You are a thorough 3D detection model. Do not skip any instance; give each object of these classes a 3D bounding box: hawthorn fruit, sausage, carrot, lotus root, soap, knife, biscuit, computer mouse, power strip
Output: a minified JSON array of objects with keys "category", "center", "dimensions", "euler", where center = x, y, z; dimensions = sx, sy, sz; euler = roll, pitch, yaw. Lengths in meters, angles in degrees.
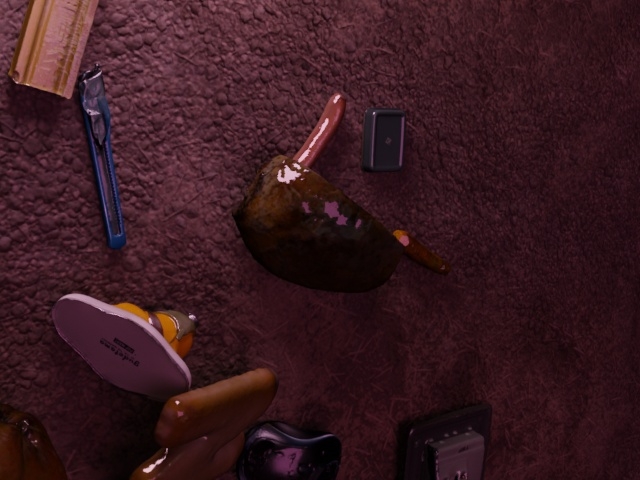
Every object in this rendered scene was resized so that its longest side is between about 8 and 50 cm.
[{"category":"hawthorn fruit","center":[-0.516,0.369,1.156],"dimensions":[0.267,0.267,0.301],"euler":[39,88,-33]},{"category":"sausage","center":[-0.006,-0.185,1.499],"dimensions":[0.043,0.043,0.186],"euler":[38,80,-33]},{"category":"carrot","center":[0.208,0.027,1.686],"dimensions":[0.170,0.042,0.042],"euler":[30,83,-36]},{"category":"lotus root","center":[0.004,0.000,1.468],"dimensions":[0.314,0.142,0.210],"euler":[24,99,-35]},{"category":"soap","center":[-0.384,-0.343,1.223],"dimensions":[0.092,0.037,0.252],"euler":[16,92,-33]},{"category":"knife","center":[-0.341,-0.128,1.303],"dimensions":[0.044,0.026,0.297],"euler":[-21,111,-41]},{"category":"biscuit","center":[-0.194,0.331,1.375],"dimensions":[0.290,0.062,0.237],"euler":[-2,124,-61]},{"category":"computer mouse","center":[-0.048,0.422,1.567],"dimensions":[0.233,0.096,0.137],"euler":[11,94,-33]},{"category":"power strip","center":[0.288,0.504,1.807],"dimensions":[0.256,0.092,0.251],"euler":[-6,102,-34]}]

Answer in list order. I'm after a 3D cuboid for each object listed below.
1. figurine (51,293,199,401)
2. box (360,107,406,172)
[{"category":"figurine","center":[-0.295,0.139,1.344],"dimensions":[0.250,0.166,0.141],"euler":[42,40,-10]},{"category":"box","center":[0.124,-0.193,1.587],"dimensions":[0.091,0.031,0.126],"euler":[-4,103,-32]}]
